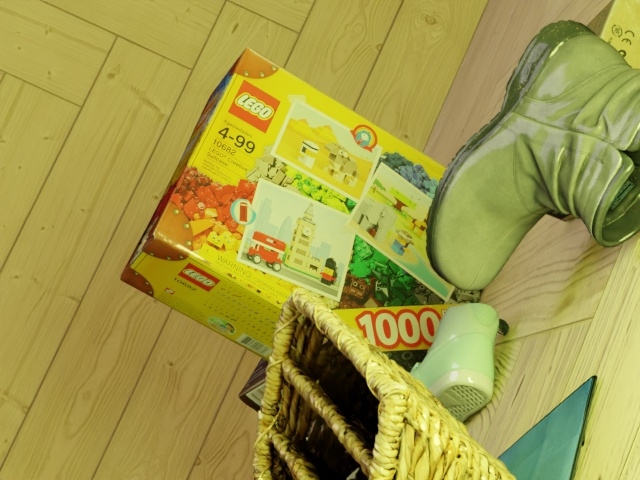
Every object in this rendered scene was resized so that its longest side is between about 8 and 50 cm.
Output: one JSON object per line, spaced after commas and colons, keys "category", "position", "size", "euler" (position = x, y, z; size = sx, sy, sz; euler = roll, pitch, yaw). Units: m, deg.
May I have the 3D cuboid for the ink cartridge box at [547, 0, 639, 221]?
{"category": "ink cartridge box", "position": [0.329, -0.155, 1.534], "size": [0.193, 0.088, 0.234], "euler": [121, 172, -80]}

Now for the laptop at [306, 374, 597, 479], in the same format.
{"category": "laptop", "position": [0.051, 0.327, 1.250], "size": [0.236, 0.408, 0.382], "euler": [66, -142, -45]}

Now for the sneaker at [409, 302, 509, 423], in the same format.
{"category": "sneaker", "position": [0.165, 0.175, 1.695], "size": [0.256, 0.094, 0.151], "euler": [-44, 25, 54]}

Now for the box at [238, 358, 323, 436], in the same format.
{"category": "box", "position": [0.003, 0.212, 2.102], "size": [0.203, 0.167, 0.168], "euler": [-58, 10, -31]}

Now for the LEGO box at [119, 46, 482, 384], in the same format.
{"category": "LEGO box", "position": [0.000, 0.000, 1.972], "size": [0.193, 0.500, 0.372], "euler": [-40, 24, 58]}

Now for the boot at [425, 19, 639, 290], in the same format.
{"category": "boot", "position": [0.243, -0.050, 1.326], "size": [0.222, 0.118, 0.338], "euler": [54, 128, 51]}

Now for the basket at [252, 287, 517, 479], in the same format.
{"category": "basket", "position": [0.023, 0.216, 1.171], "size": [0.213, 0.223, 0.299], "euler": [-48, 26, 1]}
